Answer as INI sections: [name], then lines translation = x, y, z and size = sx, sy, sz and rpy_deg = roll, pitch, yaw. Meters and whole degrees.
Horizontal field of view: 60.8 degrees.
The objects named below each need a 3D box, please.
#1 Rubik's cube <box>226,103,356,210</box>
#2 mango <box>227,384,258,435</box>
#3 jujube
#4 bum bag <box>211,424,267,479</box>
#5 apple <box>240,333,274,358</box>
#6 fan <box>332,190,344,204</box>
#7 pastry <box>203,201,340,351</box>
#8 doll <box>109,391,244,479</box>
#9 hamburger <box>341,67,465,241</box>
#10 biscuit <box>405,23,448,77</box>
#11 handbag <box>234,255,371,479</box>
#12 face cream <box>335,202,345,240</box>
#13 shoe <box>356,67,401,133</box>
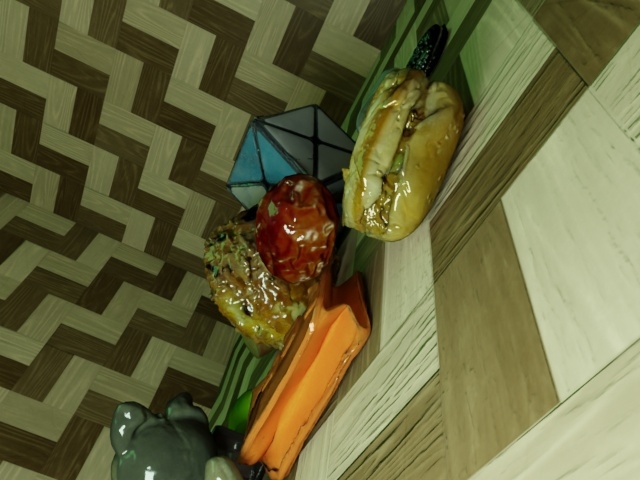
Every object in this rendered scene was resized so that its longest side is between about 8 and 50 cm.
[Rubik's cube]
translation = -0.078, -0.211, 1.729
size = 0.310, 0.305, 0.307
rpy_deg = -29, -20, -44
[mango]
translation = -0.172, 0.448, 1.456
size = 0.233, 0.111, 0.125
rpy_deg = -58, 15, 34
[jujube]
translation = -0.046, -0.020, 1.074
size = 0.250, 0.174, 0.174
rpy_deg = 95, -169, -53
[bum bag]
translation = -0.195, 0.503, 1.269
size = 0.109, 0.159, 0.026
rpy_deg = -65, 13, -11
[apple]
translation = -0.189, 0.216, 1.762
size = 0.309, 0.252, 0.314
rpy_deg = -4, 62, 67
[fan]
translation = 0.042, -0.086, 1.736
size = 0.152, 0.008, 0.227
rpy_deg = -26, -26, -40
[pastry]
translation = -0.133, 0.065, 1.430
size = 0.292, 0.337, 0.405
rpy_deg = -4, 59, 40
[doll]
translation = -0.251, 0.489, 1.092
size = 0.252, 0.378, 0.383
rpy_deg = -2, -100, -64
[hamburger]
translation = 0.136, -0.153, 1.010
size = 0.284, 0.174, 0.305
rpy_deg = 179, 115, -85
[biscuit]
translation = 0.285, -0.505, 1.506
size = 0.195, 0.053, 0.194
rpy_deg = -62, 10, 19
[handbag]
translation = -0.036, 0.263, 1.143
size = 0.410, 0.116, 0.303
rpy_deg = -62, 6, 18
[face cream]
translation = 0.000, 0.000, 1.672
size = 0.264, 0.083, 0.149
rpy_deg = -57, -14, 16
[shoe]
translation = 0.189, -0.432, 1.749
size = 0.251, 0.103, 0.100
rpy_deg = -60, 9, -1
